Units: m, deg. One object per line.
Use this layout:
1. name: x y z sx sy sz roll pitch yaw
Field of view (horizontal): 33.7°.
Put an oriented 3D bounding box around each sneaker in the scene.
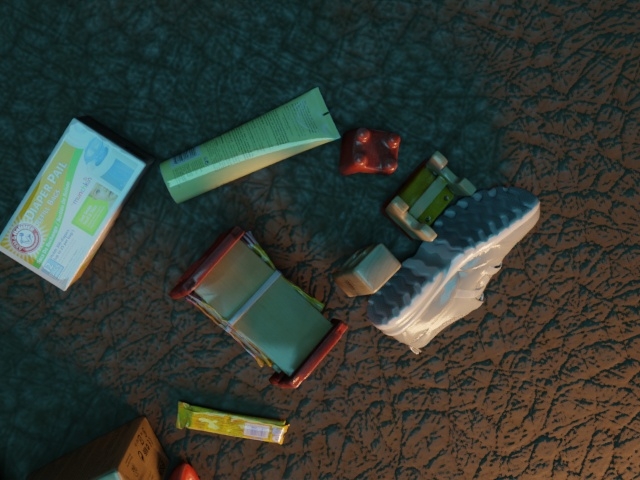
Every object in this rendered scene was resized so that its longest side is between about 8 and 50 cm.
1. sneaker: 0.193 0.038 1.454 0.281 0.105 0.115 -41 127 2

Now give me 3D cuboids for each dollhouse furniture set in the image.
1. dollhouse furniture set: 0.000 0.000 1.422 0.201 0.152 0.374 44 78 -7

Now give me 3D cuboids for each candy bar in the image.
1. candy bar: -0.125 0.261 1.499 0.161 0.018 0.040 10 101 -4

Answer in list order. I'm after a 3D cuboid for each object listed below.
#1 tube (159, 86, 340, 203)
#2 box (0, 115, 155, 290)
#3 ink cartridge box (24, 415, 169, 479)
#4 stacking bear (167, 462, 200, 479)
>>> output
1. tube: -0.096 -0.123 1.422 0.240 0.062 0.070 -25 101 2
2. box: -0.325 -0.051 1.404 0.114 0.103 0.203 32 96 -6
3. ink cartridge box: -0.313 0.340 1.396 0.193 0.235 0.088 -28 97 3
4. stacking bear: -0.287 0.457 1.460 0.288 0.164 0.175 -24 98 6
